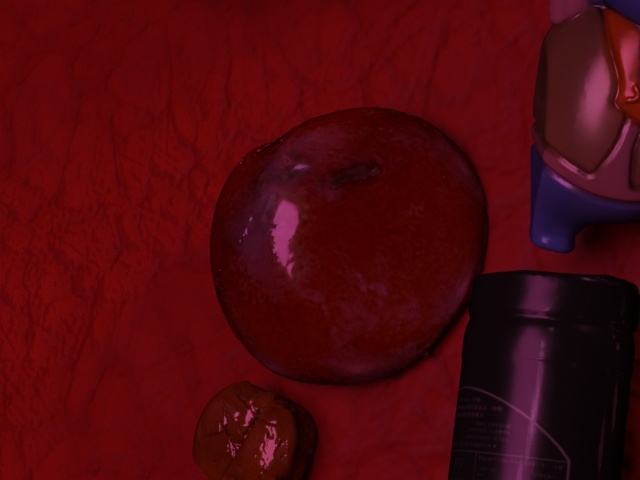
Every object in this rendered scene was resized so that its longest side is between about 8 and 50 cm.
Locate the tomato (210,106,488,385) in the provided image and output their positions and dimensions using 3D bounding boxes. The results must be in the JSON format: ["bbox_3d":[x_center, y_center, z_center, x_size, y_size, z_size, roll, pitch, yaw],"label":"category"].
[{"bbox_3d":[0.000,0.000,0.860,0.189,0.099,0.173,-13,70,30],"label":"tomato"}]

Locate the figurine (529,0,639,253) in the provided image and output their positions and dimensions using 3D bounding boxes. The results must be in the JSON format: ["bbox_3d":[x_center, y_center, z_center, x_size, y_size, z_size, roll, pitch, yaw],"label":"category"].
[{"bbox_3d":[0.208,-0.107,0.732,0.180,0.154,0.262,21,108,28],"label":"figurine"}]

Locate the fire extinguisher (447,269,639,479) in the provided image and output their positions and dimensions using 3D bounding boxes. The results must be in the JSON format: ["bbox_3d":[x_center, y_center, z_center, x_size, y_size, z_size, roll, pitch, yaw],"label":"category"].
[{"bbox_3d":[0.109,0.175,0.748,0.114,0.095,0.311,156,123,-70],"label":"fire extinguisher"}]

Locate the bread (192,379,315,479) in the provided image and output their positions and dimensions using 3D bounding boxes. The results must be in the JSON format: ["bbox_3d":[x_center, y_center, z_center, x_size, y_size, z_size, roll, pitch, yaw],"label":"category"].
[{"bbox_3d":[-0.043,0.133,0.890,0.081,0.046,0.083,-43,59,22],"label":"bread"}]
